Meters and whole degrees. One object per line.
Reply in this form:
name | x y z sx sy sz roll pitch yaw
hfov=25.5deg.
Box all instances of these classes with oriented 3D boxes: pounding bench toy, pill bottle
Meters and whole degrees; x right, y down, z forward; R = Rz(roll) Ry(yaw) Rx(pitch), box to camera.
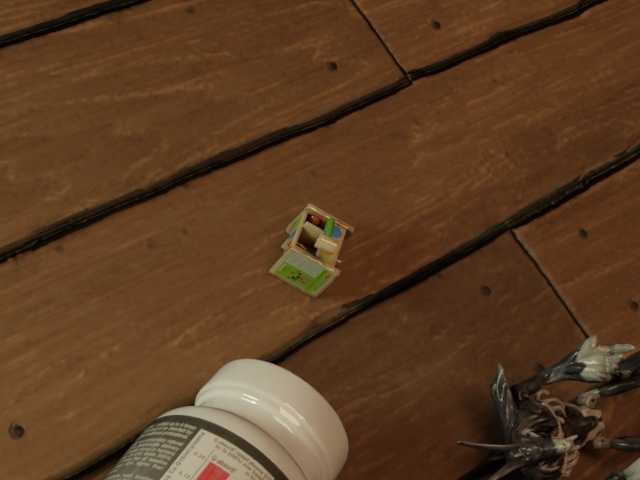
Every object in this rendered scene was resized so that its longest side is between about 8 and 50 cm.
pounding bench toy | 0.000 0.000 1.318 0.052 0.083 0.065 29 53 -12
pill bottle | -0.101 0.228 1.078 0.162 0.162 0.278 42 51 -2

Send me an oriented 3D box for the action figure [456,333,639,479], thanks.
action figure | 0.263 0.170 1.337 0.275 0.141 0.164 -14 82 -37
